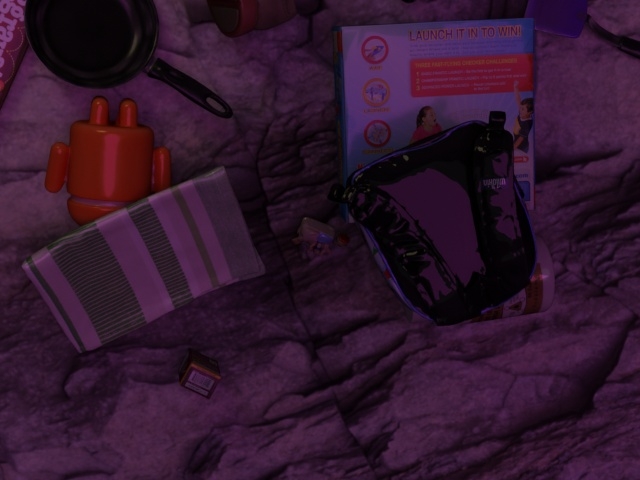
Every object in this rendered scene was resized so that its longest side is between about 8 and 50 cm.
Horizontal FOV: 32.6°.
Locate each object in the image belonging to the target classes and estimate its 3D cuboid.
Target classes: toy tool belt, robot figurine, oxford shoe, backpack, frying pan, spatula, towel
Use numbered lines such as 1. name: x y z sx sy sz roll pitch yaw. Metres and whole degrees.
1. toy tool belt: 0.000 0.000 1.756 0.083 0.052 0.051 22 128 -9
2. robot figurine: -0.317 -0.104 1.640 0.158 0.128 0.219 -8 107 -50
3. oxford shoe: -0.118 -0.481 1.619 0.130 0.123 0.348 -16 104 -32
4. backpack: 0.181 -0.015 1.598 0.276 0.213 0.263 -23 87 2
5. frying pan: -0.278 -0.306 1.635 0.326 0.053 0.197 11 83 -22
6. spatula: 0.467 -0.331 1.763 0.296 0.030 0.084 20 74 -15
7. towel: -0.260 0.037 1.660 0.324 0.038 0.248 -23 139 -4

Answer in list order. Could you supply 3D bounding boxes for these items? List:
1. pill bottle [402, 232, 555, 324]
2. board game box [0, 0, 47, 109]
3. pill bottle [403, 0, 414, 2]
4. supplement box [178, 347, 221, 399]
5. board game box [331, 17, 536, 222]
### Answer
1. pill bottle: 0.248 0.066 1.759 0.229 0.131 0.131 -8 102 -7
2. board game box: -0.506 -0.305 1.621 0.145 0.027 0.281 24 97 -14
3. pill bottle: 0.187 -0.467 1.646 0.219 0.123 0.123 -35 104 0
4. supplement box: -0.193 0.211 1.744 0.055 0.083 0.043 27 97 -13
5. board game box: 0.178 -0.191 1.720 0.308 0.086 0.302 -4 102 -8
